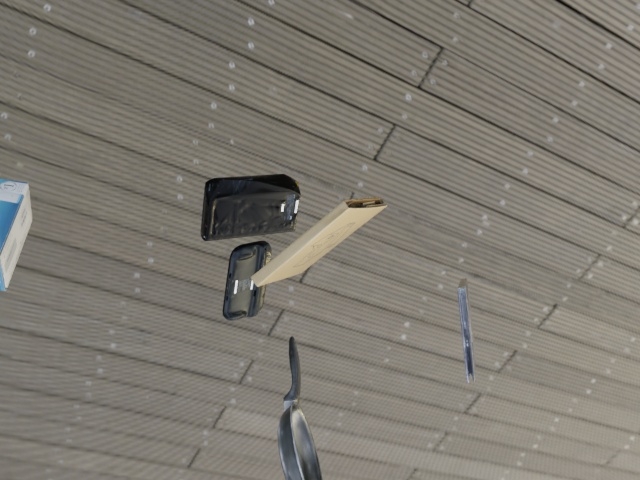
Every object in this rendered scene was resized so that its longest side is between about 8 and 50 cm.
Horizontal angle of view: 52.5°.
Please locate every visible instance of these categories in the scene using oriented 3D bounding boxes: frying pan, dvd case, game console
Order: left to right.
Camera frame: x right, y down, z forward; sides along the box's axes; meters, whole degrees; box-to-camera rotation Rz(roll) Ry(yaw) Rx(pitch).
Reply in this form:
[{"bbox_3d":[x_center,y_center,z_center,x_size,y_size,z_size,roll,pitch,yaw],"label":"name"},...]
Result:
[{"bbox_3d":[-0.166,0.025,1.427,0.213,0.044,0.361,-6,122,-30],"label":"game console"},{"bbox_3d":[-0.048,0.321,1.146,0.053,0.326,0.197,-17,163,4],"label":"frying pan"},{"bbox_3d":[0.275,0.161,1.218,0.018,0.221,0.165,-6,90,13],"label":"dvd case"}]

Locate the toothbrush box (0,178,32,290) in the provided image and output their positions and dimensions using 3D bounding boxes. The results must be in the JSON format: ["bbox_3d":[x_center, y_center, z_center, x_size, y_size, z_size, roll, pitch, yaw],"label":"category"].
[{"bbox_3d":[-0.784,-0.030,1.347,0.295,0.216,0.126,8,136,-10],"label":"toothbrush box"}]

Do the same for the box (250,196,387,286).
[{"bbox_3d":[0.000,0.000,1.032,0.201,0.164,0.021,-38,79,23],"label":"box"}]
